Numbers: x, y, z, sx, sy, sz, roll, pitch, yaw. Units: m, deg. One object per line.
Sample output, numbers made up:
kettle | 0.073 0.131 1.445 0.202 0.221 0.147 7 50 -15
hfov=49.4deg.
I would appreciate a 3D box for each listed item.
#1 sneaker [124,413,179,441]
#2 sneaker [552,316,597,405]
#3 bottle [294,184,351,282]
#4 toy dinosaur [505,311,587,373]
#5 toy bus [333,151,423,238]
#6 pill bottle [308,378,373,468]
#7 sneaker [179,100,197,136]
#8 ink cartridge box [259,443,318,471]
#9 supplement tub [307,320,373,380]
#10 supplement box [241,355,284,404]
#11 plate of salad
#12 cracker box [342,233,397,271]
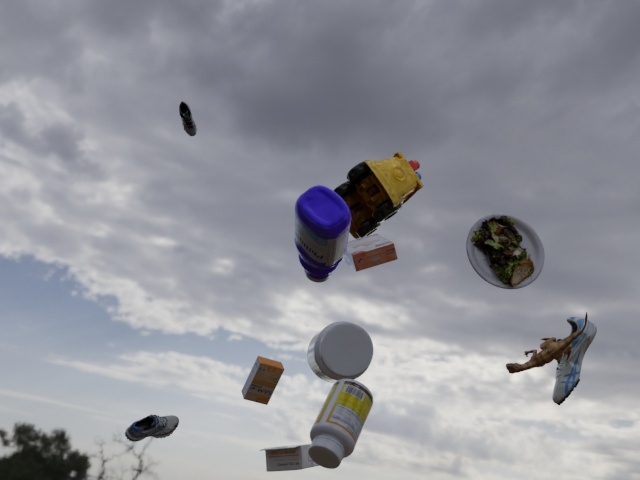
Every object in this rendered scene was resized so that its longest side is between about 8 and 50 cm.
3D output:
sneaker | -0.400 0.447 1.681 0.135 0.052 0.058 -7 -39 -39
sneaker | 0.642 0.311 1.807 0.086 0.237 0.085 22 -13 11
bottle | 0.000 0.000 1.479 0.118 0.092 0.283 43 -23 18
toy dinosaur | 0.476 0.218 1.399 0.211 0.064 0.112 -42 -17 25
toy bus | 0.161 -0.128 1.784 0.149 0.211 0.220 56 -35 9
pill bottle | 0.048 0.458 1.737 0.117 0.215 0.117 14 -50 17
sneaker | -0.366 -0.332 1.898 0.038 0.098 0.069 -20 7 -4
ink cartridge box | -0.080 0.613 1.963 0.115 0.067 0.198 -12 -17 21
supplement tub | 0.064 0.367 2.279 0.191 0.191 0.272 13 -14 -5
supplement box | -0.131 0.319 1.581 0.062 0.098 0.036 19 14 -22
plate of salad | 0.457 0.021 1.702 0.200 0.199 0.048 12 -22 -2
cracker box | 0.167 0.040 2.500 0.156 0.067 0.232 -16 12 -8
